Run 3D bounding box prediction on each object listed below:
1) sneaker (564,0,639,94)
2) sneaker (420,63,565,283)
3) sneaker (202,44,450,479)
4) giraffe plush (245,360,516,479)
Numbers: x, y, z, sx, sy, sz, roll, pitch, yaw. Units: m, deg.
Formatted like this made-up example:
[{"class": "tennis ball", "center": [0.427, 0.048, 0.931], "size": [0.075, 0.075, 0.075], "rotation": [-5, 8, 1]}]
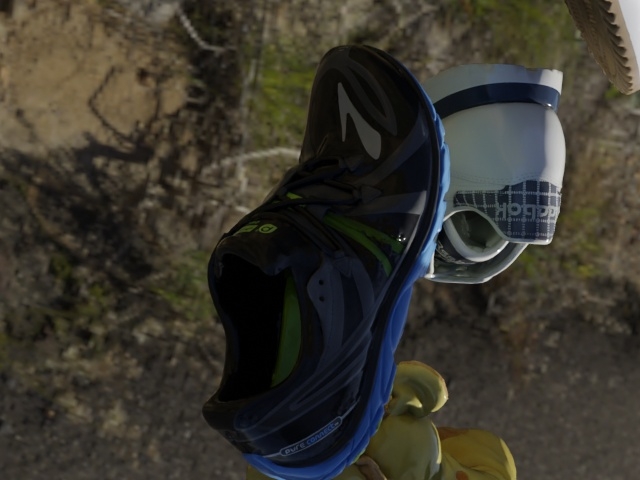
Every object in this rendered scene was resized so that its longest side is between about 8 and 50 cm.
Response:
[{"class": "sneaker", "center": [0.177, -0.183, 0.594], "size": [0.153, 0.099, 0.282], "rotation": [-27, 153, 4]}, {"class": "sneaker", "center": [0.059, -0.017, 0.736], "size": [0.090, 0.235, 0.095], "rotation": [-3, 77, -17]}, {"class": "sneaker", "center": [0.000, 0.000, 0.535], "size": [0.078, 0.067, 0.188], "rotation": [31, 64, -39]}, {"class": "giraffe plush", "center": [0.044, 0.157, 0.849], "size": [0.181, 0.210, 0.170], "rotation": [-48, 113, -15]}]
